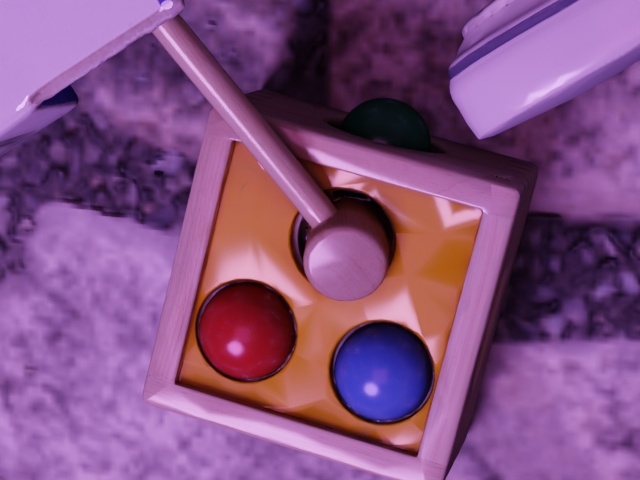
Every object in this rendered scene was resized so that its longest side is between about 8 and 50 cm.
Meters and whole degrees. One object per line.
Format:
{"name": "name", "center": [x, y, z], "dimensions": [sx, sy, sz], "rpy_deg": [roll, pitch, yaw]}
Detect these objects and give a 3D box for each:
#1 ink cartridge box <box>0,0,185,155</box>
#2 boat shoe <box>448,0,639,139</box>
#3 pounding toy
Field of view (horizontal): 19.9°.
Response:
{"name": "ink cartridge box", "center": [-0.221, -0.143, 0.652], "dimensions": [0.307, 0.072, 0.303], "rpy_deg": [-28, 92, 26]}
{"name": "boat shoe", "center": [0.139, -0.139, 0.590], "dimensions": [0.267, 0.096, 0.088], "rpy_deg": [-38, 86, 15]}
{"name": "pounding toy", "center": [0.000, 0.000, 0.639], "dimensions": [0.130, 0.100, 0.141], "rpy_deg": [16, 102, 9]}
